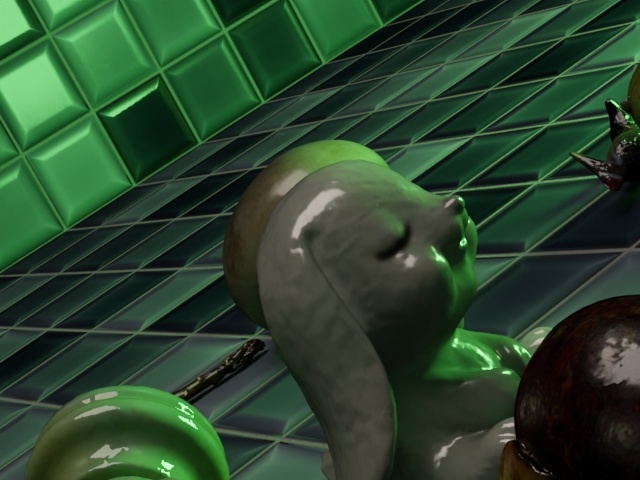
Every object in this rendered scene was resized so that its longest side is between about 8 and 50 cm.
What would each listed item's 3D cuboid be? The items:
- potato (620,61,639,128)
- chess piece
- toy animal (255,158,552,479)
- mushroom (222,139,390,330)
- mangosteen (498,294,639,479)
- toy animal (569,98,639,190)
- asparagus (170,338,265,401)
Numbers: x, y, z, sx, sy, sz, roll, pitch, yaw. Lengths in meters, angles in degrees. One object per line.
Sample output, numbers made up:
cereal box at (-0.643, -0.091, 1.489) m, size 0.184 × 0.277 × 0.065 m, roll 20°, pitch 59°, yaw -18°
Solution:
potato at (0.415, -0.158, 1.681) m, size 0.248 × 0.143 × 0.169 m, roll -9°, pitch 34°, yaw 54°
chess piece at (-0.156, 0.256, 1.349) m, size 0.176 × 0.176 × 0.298 m, roll -26°, pitch 27°, yaw 12°
toy animal at (0.050, 0.068, 1.326) m, size 0.206 × 0.265 × 0.272 m, roll -24°, pitch 16°, yaw 24°
mushroom at (0.000, 0.000, 1.857) m, size 0.178 × 0.226 × 0.226 m, roll 31°, pitch 51°, yaw 28°
mangosteen at (0.193, 0.139, 1.014) m, size 0.217 × 0.192 × 0.192 m, roll -62°, pitch 18°, yaw -3°
toy animal at (0.329, -0.095, 1.798) m, size 0.105 × 0.070 × 0.202 m, roll 3°, pitch 24°, yaw 30°
asparagus at (-0.161, 0.175, 1.873) m, size 0.248 × 0.025 × 0.024 m, roll -32°, pitch -29°, yaw -15°
